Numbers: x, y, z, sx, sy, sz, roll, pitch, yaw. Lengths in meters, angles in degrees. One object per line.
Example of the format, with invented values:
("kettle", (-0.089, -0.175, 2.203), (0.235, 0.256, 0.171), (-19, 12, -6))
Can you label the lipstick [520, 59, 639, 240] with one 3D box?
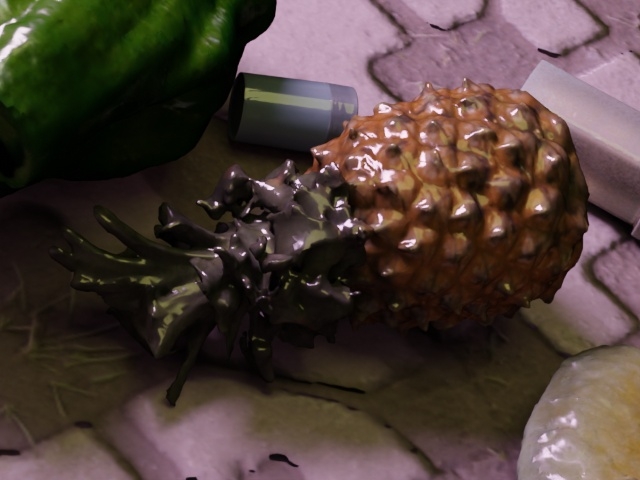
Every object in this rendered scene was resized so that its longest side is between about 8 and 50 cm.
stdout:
("lipstick", (0.253, -0.040, 1.454), (0.253, 0.079, 0.077), (28, 44, 7))

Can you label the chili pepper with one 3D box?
("chili pepper", (-0.142, -0.121, 1.269), (0.167, 0.213, 0.385), (25, 34, 9))

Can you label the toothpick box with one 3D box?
("toothpick box", (-0.020, -0.090, 1.405), (0.083, 0.052, 0.052), (7, 45, -15))

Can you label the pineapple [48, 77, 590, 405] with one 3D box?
("pineapple", (0.000, 0.000, 1.253), (0.341, 0.169, 0.169), (-13, 54, -29))

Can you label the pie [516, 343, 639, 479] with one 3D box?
("pie", (0.254, 0.180, 1.242), (0.306, 0.071, 0.306), (14, 44, -14))
